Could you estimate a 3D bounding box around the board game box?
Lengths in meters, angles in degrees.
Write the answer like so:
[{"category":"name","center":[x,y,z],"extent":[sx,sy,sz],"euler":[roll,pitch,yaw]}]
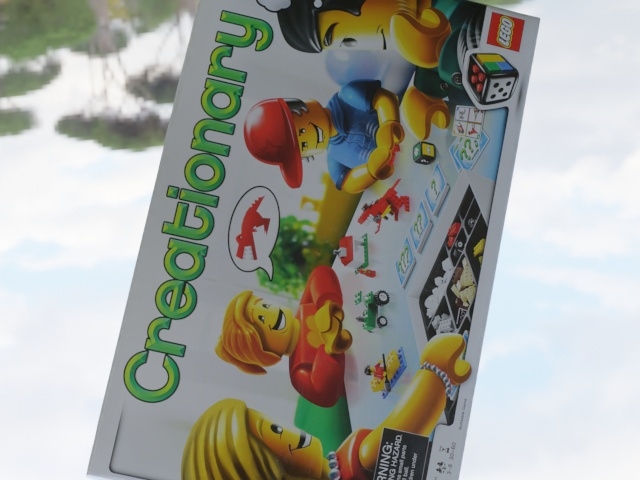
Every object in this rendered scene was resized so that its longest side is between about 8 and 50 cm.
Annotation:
[{"category":"board game box","center":[0.000,0.000,0.742],"extent":[0.192,0.305,0.053],"euler":[13,167,-6]}]
